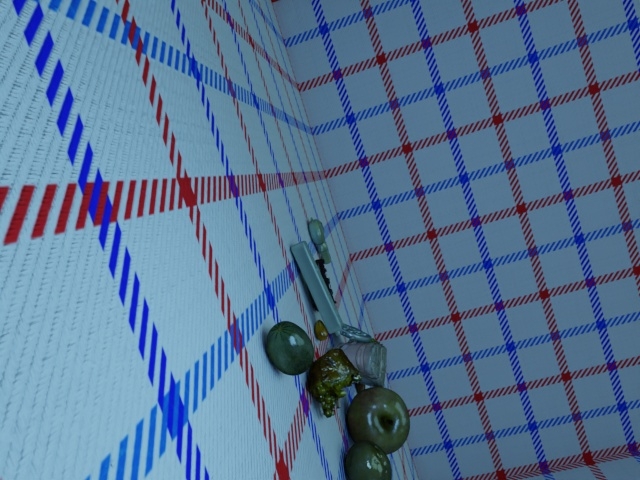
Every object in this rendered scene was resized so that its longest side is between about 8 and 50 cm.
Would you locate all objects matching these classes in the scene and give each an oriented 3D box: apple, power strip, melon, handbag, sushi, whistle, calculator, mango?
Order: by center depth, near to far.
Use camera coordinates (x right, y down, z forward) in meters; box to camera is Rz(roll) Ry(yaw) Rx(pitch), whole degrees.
[{"bbox_3d":[-0.075,0.281,1.252,0.114,0.114,0.167,-92,161,-57],"label":"melon"},{"bbox_3d":[0.045,0.454,1.583,0.179,0.166,0.296,56,-6,19],"label":"sushi"},{"bbox_3d":[0.002,0.337,1.831,0.060,0.046,0.089,57,16,-46],"label":"mango"},{"bbox_3d":[-0.007,0.185,1.851,0.091,0.062,0.385,-28,93,-83],"label":"power strip"},{"bbox_3d":[0.219,0.706,1.915,0.234,0.256,0.257,138,-61,-67],"label":"apple"},{"bbox_3d":[-0.002,0.181,2.009,0.216,0.073,0.203,2,72,-82],"label":"handbag"},{"bbox_3d":[0.135,0.410,2.166,0.042,0.184,0.295,-68,162,-3],"label":"calculator"},{"bbox_3d":[0.000,0.000,2.368,0.126,0.067,0.258,-86,160,-63],"label":"whistle"}]

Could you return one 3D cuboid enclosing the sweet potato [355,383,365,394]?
[{"bbox_3d":[0.191,0.695,2.334,0.056,0.056,0.195,29,51,-77],"label":"sweet potato"}]

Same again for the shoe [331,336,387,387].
[{"bbox_3d":[0.163,0.497,2.000,0.351,0.198,0.172,62,34,-57],"label":"shoe"}]

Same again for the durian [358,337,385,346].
[{"bbox_3d":[0.214,0.527,2.294,0.146,0.198,0.159,38,29,-58],"label":"durian"}]

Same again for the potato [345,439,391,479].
[{"bbox_3d":[0.167,0.793,1.682,0.178,0.160,0.235,-75,150,-49],"label":"potato"}]

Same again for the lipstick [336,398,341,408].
[{"bbox_3d":[0.062,0.585,1.838,0.019,0.018,0.094,55,21,-63],"label":"lipstick"}]
